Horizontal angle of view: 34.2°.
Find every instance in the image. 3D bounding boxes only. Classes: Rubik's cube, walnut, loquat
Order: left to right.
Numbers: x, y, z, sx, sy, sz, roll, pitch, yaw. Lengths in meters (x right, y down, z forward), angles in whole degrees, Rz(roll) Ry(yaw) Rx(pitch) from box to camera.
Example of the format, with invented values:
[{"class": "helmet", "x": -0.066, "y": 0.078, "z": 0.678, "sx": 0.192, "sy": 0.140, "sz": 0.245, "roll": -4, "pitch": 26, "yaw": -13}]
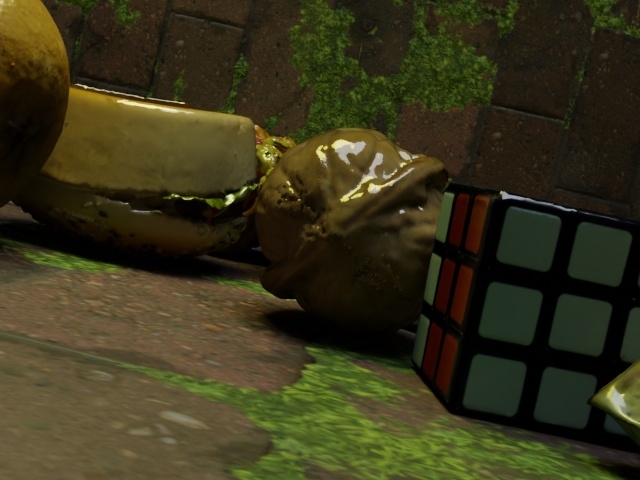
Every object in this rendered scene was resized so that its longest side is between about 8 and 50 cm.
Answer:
[{"class": "loquat", "x": -0.357, "y": -0.133, "z": 0.934, "sx": 0.263, "sy": 0.263, "sz": 0.263, "roll": 13, "pitch": 4, "yaw": -1}, {"class": "walnut", "x": 0.035, "y": -0.007, "z": 0.949, "sx": 0.198, "sy": 0.198, "sz": 0.245, "roll": 14, "pitch": 3, "yaw": 11}, {"class": "Rubik's cube", "x": 0.170, "y": 0.051, "z": 0.787, "sx": 0.162, "sy": 0.163, "sz": 0.160, "roll": 9, "pitch": 4, "yaw": -7}]

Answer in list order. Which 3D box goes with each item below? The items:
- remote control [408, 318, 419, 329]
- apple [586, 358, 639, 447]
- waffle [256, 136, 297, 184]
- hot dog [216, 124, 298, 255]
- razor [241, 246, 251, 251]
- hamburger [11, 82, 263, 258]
[{"class": "remote control", "x": 0.098, "y": 0.058, "z": 1.096, "sx": 0.222, "sy": 0.072, "sz": 0.042, "roll": 20, "pitch": -15, "yaw": 37}, {"class": "apple", "x": 0.316, "y": 0.125, "z": 0.599, "sx": 0.193, "sy": 0.120, "sz": 0.265, "roll": 24, "pitch": 0, "yaw": -31}, {"class": "waffle", "x": 0.015, "y": -0.032, "z": 1.286, "sx": 0.237, "sy": 0.059, "sz": 0.243, "roll": 56, "pitch": 22, "yaw": 14}, {"class": "hot dog", "x": -0.094, "y": -0.079, "z": 1.418, "sx": 0.150, "sy": 0.153, "sz": 0.257, "roll": 35, "pitch": 21, "yaw": 17}, {"class": "razor", "x": -0.187, "y": -0.019, "z": 1.454, "sx": 0.191, "sy": 0.068, "sz": 0.037, "roll": 21, "pitch": 34, "yaw": 2}, {"class": "hamburger", "x": -0.206, "y": -0.075, "z": 1.154, "sx": 0.300, "sy": 0.176, "sz": 0.300, "roll": 11, "pitch": 7, "yaw": -1}]
